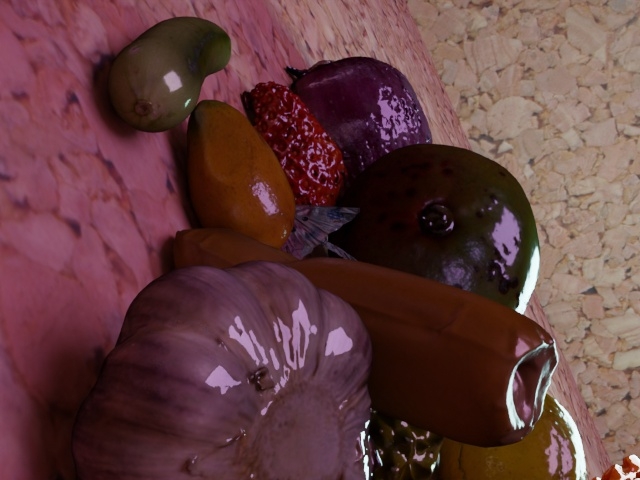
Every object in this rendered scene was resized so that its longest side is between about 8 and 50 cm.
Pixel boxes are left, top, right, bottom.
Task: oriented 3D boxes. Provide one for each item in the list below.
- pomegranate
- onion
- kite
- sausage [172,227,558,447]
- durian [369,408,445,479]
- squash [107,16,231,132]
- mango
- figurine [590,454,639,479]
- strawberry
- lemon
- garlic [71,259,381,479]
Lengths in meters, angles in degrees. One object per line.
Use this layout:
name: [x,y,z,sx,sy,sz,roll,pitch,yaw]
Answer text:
pomegranate: [0.156,0.045,1.221,0.323,0.291,0.291,63,16,-45]
onion: [0.099,-0.124,1.425,0.267,0.159,0.349,-6,73,-68]
kite: [0.000,0.000,1.095,0.156,0.139,0.011,34,-32,23]
sausage: [0.015,0.066,0.794,0.134,0.354,0.116,-3,108,-57]
durian: [0.026,0.161,0.904,0.166,0.172,0.306,84,-7,-45]
squash: [-0.143,-0.168,0.919,0.083,0.083,0.250,62,15,-18]
mango: [-0.082,-0.057,0.946,0.115,0.089,0.165,25,41,-53]
figurine: [0.456,0.524,1.445,0.412,0.306,0.241,-77,150,-59]
strawberry: [-0.028,-0.115,1.177,0.121,0.082,0.188,-19,90,-69]
lemon: [0.263,0.314,1.310,0.204,0.204,0.260,42,50,-54]
garlic: [-0.071,0.131,0.648,0.245,0.160,0.245,2,88,-53]
